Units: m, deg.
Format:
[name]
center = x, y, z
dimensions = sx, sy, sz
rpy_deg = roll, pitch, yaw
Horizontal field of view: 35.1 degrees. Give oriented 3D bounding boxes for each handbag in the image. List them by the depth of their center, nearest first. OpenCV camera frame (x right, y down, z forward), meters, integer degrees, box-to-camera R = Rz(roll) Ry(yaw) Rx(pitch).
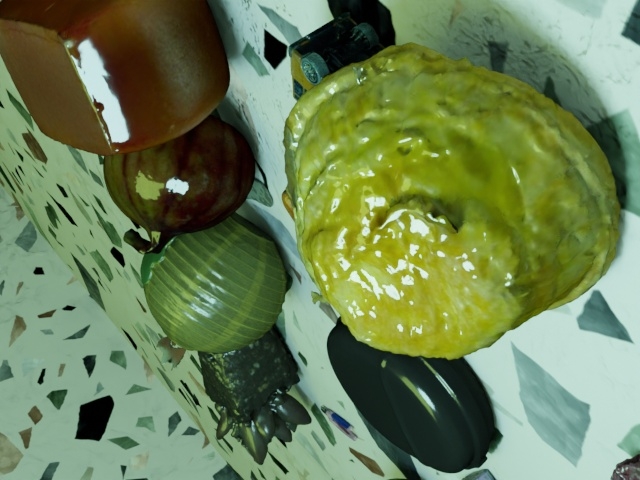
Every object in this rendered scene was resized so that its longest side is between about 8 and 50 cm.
[handbag]
center = 0.125, 0.217, 1.465
dimensions = 0.308, 0.093, 0.254
rpy_deg = 24, 143, 54

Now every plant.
[plant]
center = -0.143, 0.297, 2.045
dimensions = 0.181, 0.194, 0.321
rpy_deg = 33, 148, 52

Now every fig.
[fig]
center = -0.210, -0.099, 1.528
dimensions = 0.235, 0.234, 0.215
rpy_deg = 110, 153, -66

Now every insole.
[insole]
center = -0.130, -0.093, 1.675
dimensions = 0.193, 0.006, 0.065
rpy_deg = 23, 143, 54

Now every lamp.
[lamp]
center = -0.187, 0.091, 1.700
dimensions = 0.250, 0.284, 0.250
rpy_deg = 31, -174, -4

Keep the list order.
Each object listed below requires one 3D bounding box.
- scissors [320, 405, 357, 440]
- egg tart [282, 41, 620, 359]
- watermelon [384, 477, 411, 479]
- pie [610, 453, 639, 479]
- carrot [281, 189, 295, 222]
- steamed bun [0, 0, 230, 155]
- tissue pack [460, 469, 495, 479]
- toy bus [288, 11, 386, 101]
[scissors]
center = 0.033, 0.358, 2.006
dimensions = 0.113, 0.012, 0.039
rpy_deg = 32, 150, 48
[egg tart]
center = 0.097, -0.014, 0.939
dimensions = 0.351, 0.153, 0.340
rpy_deg = -6, 129, 34
[watermelon]
center = 0.129, 0.506, 1.771
dimensions = 0.215, 0.188, 0.188
rpy_deg = 49, 160, 0
[pie]
center = 0.394, 0.290, 1.044
dimensions = 0.204, 0.054, 0.218
rpy_deg = 54, 158, 3
[carrot]
center = 0.000, 0.000, 1.498
dimensions = 0.190, 0.037, 0.037
rpy_deg = 58, 160, -19
[steamed bun]
center = -0.272, -0.267, 1.371
dimensions = 0.379, 0.248, 0.235
rpy_deg = 21, 138, 54
[tissue pack]
center = 0.268, 0.429, 1.543
dimensions = 0.156, 0.051, 0.112
rpy_deg = 52, 157, 8
[toy bus]
center = 0.053, -0.143, 1.066
dimensions = 0.182, 0.091, 0.103
rpy_deg = 45, 156, 26
